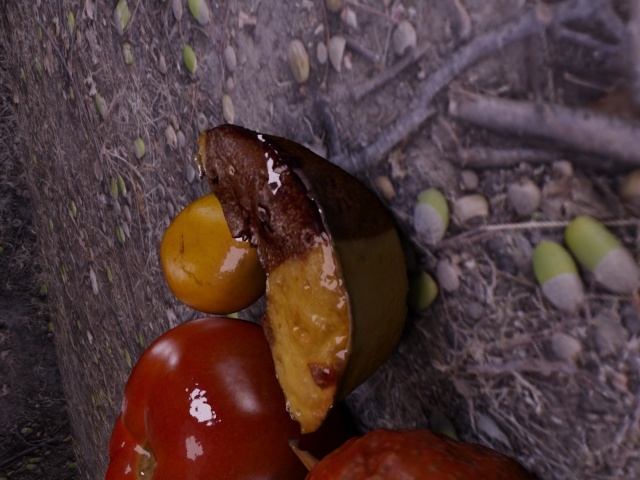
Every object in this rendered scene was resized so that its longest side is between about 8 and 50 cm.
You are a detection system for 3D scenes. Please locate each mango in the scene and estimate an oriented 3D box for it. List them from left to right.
[{"bbox_3d":[-0.110,0.012,0.672,0.219,0.112,0.145,-7,71,59],"label":"mango"}]

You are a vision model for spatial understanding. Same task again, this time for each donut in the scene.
[{"bbox_3d":[0.000,0.000,0.521,0.151,0.112,0.295,-37,73,49],"label":"donut"}]

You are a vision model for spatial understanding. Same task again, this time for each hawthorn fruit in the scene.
[{"bbox_3d":[0.049,0.223,0.445,0.243,0.207,0.207,29,127,36],"label":"hawthorn fruit"}]

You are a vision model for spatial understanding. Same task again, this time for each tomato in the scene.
[{"bbox_3d":[-0.094,0.235,0.644,0.298,0.226,0.299,-23,60,49],"label":"tomato"}]
